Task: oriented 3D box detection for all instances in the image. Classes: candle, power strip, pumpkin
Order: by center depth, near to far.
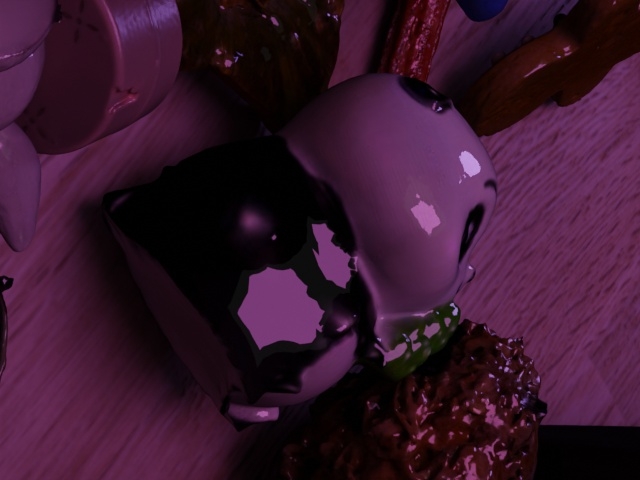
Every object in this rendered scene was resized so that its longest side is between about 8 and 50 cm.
[{"bbox_3d":[-0.172,-0.138,1.285,0.078,0.154,0.154,-35,115,-51],"label":"power strip"},{"bbox_3d":[-0.075,-0.227,1.417,0.290,0.095,0.258,23,72,-45],"label":"pumpkin"},{"bbox_3d":[0.051,-0.079,1.576,0.051,0.048,0.329,49,56,-65],"label":"candle"}]

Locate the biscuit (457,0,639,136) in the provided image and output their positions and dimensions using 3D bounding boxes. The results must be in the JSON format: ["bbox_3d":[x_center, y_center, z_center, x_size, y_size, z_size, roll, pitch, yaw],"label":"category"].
[{"bbox_3d":[0.242,-0.183,1.675,0.301,0.197,0.049,-32,72,-14],"label":"biscuit"}]

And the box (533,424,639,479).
[{"bbox_3d":[0.301,0.271,1.684,0.345,0.251,0.204,6,87,-43],"label":"box"}]

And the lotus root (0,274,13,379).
[{"bbox_3d":[-0.298,0.057,1.229,0.203,0.078,0.183,-7,108,-39],"label":"lotus root"}]

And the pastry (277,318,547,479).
[{"bbox_3d":[0.064,0.175,1.487,0.193,0.275,0.275,9,83,-1],"label":"pastry"}]

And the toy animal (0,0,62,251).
[{"bbox_3d":[-0.225,-0.097,1.237,0.104,0.221,0.131,0,56,-15],"label":"toy animal"}]

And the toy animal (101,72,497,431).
[{"bbox_3d":[0.006,0.008,1.399,0.267,0.212,0.212,-26,111,-14],"label":"toy animal"}]

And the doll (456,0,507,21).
[{"bbox_3d":[0.179,-0.290,1.439,0.376,0.365,0.187,11,59,-61],"label":"doll"}]
